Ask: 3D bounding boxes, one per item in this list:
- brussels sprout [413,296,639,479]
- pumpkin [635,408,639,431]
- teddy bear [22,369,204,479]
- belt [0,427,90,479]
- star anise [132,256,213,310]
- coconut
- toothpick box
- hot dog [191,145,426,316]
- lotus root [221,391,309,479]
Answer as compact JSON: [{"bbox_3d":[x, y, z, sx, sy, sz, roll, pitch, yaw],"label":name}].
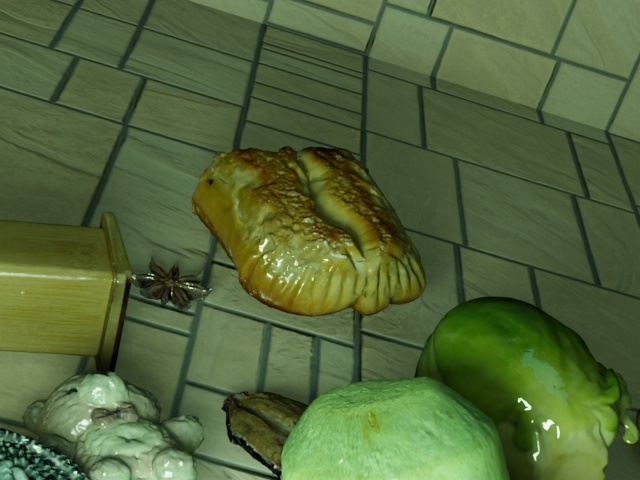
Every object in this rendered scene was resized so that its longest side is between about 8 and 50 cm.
[{"bbox_3d":[0.289,0.241,2.031,0.315,0.276,0.371,26,15,-20],"label":"brussels sprout"},{"bbox_3d":[0.632,0.350,2.255,0.169,0.148,0.312,-18,18,16],"label":"pumpkin"},{"bbox_3d":[-0.265,0.269,1.751,0.236,0.151,0.267,-3,39,-25],"label":"teddy bear"},{"bbox_3d":[-0.347,0.360,1.531,0.207,0.160,0.295,17,23,-47],"label":"belt"},{"bbox_3d":[-0.247,0.075,2.227,0.141,0.042,0.141,12,29,-7],"label":"star anise"},{"bbox_3d":[0.100,0.343,1.717,0.328,0.328,0.281,17,9,-4],"label":"coconut"},{"bbox_3d":[-0.452,0.067,1.973,0.308,0.187,0.190,5,32,-19],"label":"toothpick box"},{"bbox_3d":[0.000,0.000,2.376,0.367,0.196,0.365,-4,33,-28],"label":"hot dog"},{"bbox_3d":[0.002,0.300,1.947,0.329,0.078,0.167,32,28,21],"label":"lotus root"}]
